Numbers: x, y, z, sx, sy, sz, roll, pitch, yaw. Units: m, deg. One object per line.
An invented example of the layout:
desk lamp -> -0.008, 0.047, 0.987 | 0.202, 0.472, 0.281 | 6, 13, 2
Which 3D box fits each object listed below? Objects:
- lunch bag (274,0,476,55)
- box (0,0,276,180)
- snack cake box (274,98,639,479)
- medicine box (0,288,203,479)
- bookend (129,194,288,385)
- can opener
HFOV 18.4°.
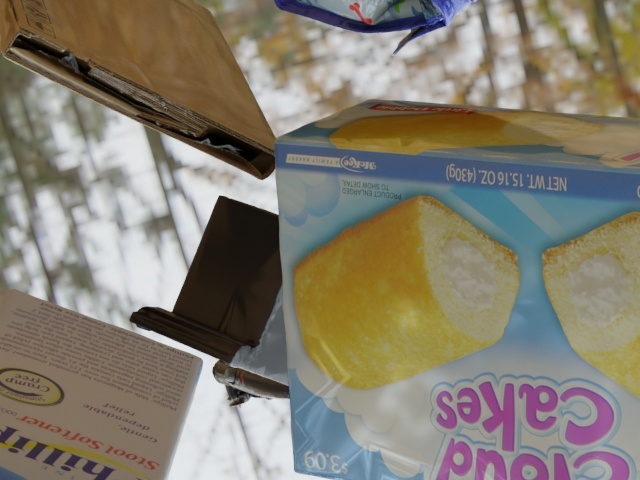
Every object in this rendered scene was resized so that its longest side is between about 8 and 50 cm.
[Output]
lunch bag -> 0.051, -0.165, 0.976 | 0.129, 0.096, 0.151 | -46, -141, -19
box -> -0.112, -0.116, 1.091 | 0.021, 0.164, 0.201 | -56, -152, 17
snack cake box -> 0.117, 0.031, 0.792 | 0.264, 0.152, 0.089 | 6, -163, 30
medicine box -> -0.197, 0.215, 1.263 | 0.149, 0.263, 0.289 | 19, -161, -3
bookend -> 0.000, 0.000, 1.034 | 0.072, 0.156, 0.157 | 20, 177, 37
can opener -> -0.047, 0.116, 1.692 | 0.059, 0.073, 0.186 | -5, -173, -18
